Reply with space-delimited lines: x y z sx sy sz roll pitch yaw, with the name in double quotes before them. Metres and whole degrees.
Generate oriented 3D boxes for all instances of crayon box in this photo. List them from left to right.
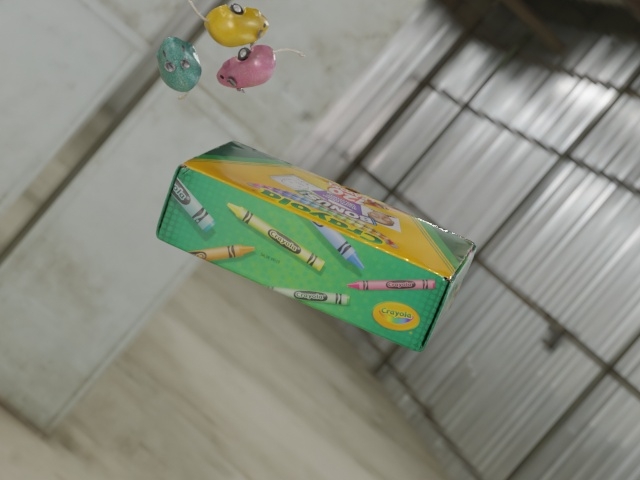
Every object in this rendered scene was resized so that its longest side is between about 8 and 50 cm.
"crayon box" 0.000 0.000 1.386 0.278 0.081 0.165 23 16 8

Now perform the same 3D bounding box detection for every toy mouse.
"toy mouse" -0.095 -0.161 1.324 0.161 0.143 0.031 7 55 -38
